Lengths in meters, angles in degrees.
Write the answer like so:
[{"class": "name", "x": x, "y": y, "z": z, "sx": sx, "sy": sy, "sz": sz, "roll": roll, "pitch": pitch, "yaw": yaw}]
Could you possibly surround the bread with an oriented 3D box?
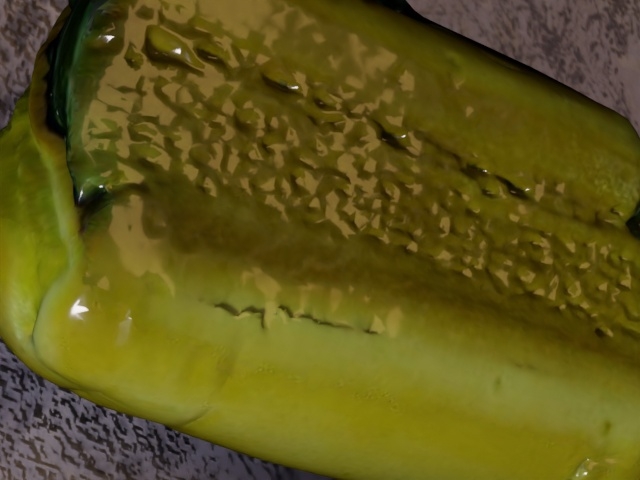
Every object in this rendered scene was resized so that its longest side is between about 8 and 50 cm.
[{"class": "bread", "x": 0.000, "y": 0.000, "z": 0.735, "sx": 0.376, "sy": 0.208, "sz": 0.251, "roll": 20, "pitch": 65, "yaw": -28}]
